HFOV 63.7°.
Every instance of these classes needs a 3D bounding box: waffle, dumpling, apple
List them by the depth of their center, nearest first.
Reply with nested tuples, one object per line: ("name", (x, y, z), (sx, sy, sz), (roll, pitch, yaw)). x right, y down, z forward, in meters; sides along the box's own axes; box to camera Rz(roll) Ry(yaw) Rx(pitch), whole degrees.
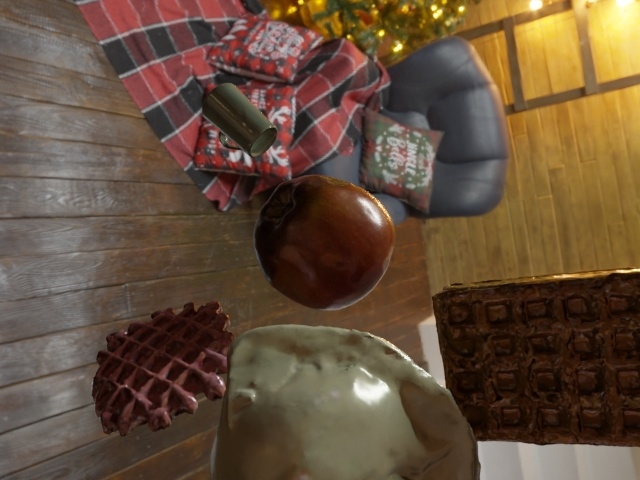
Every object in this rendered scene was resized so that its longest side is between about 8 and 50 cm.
("dumpling", (0.033, 0.289, 0.612), (0.233, 0.315, 0.395), (-53, 137, -81))
("waffle", (0.311, 0.149, 0.662), (0.091, 0.308, 0.213), (6, 79, -69))
("waffle", (-0.232, 0.179, 0.758), (0.234, 0.221, 0.055), (-108, -177, -55))
("apple", (0.000, 0.000, 0.859), (0.230, 0.230, 0.230), (18, 68, -52))

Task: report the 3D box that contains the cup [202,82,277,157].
("cup", (-0.103, -0.138, 0.630), (0.083, 0.075, 0.054), (44, 22, 13))
